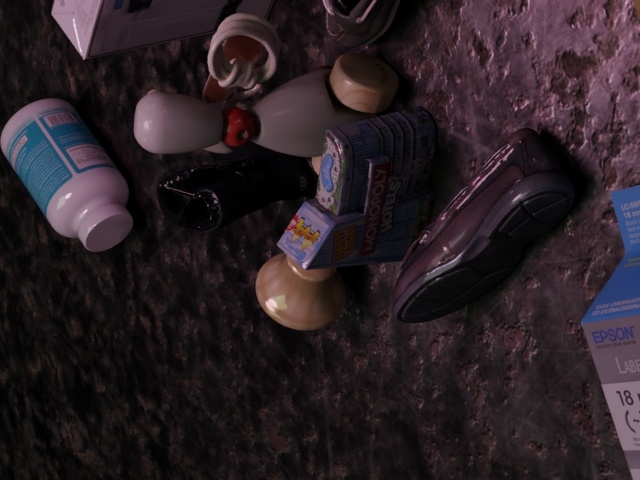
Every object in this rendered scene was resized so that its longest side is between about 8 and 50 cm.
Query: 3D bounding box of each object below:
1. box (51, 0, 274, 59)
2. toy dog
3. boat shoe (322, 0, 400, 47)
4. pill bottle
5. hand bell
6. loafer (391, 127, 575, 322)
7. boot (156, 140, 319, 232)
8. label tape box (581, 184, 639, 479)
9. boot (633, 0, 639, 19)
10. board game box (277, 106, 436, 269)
[{"bbox_3d":[-0.177,-0.339,1.612,0.087,0.290,0.169,52,139,23],"label":"box"},{"bbox_3d":[-0.064,-0.173,1.558,0.220,0.333,0.161,-53,41,22],"label":"toy dog"},{"bbox_3d":[0.055,-0.310,1.437,0.335,0.095,0.112,147,120,-64],"label":"boat shoe"},{"bbox_3d":[-0.420,-0.105,2.169,0.264,0.146,0.146,53,141,26],"label":"pill bottle"},{"bbox_3d":[0.000,0.000,1.638,0.126,0.126,0.242,54,149,23],"label":"hand bell"},{"bbox_3d":[0.176,-0.011,1.467,0.302,0.109,0.095,-47,47,45],"label":"loafer"},{"bbox_3d":[-0.138,-0.092,1.741,0.246,0.207,0.094,24,124,47],"label":"boot"},{"bbox_3d":[0.378,0.102,1.221,0.240,0.106,0.334,-17,91,54],"label":"label tape box"},{"bbox_3d":[0.365,-0.305,1.079,0.269,0.089,0.236,-11,107,55],"label":"boot"},{"bbox_3d":[0.047,-0.045,1.524,0.060,0.194,0.194,39,134,37],"label":"board game box"}]
